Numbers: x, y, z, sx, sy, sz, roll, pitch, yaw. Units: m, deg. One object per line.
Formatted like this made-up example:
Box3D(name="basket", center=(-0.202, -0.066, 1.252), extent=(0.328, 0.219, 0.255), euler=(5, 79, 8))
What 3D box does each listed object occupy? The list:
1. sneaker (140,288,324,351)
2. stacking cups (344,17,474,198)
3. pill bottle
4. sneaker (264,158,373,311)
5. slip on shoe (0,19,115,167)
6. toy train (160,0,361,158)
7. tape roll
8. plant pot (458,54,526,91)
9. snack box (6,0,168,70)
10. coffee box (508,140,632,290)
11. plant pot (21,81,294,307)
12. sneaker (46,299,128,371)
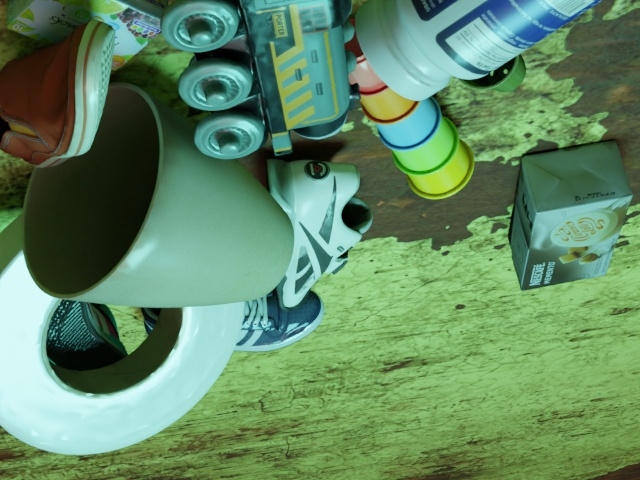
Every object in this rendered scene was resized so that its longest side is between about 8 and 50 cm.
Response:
Box3D(name="sneaker", center=(-0.137, 0.104, 1.954), extent=(0.282, 0.099, 0.153), euler=(-8, 154, 1))
Box3D(name="stacking cups", center=(0.103, -0.166, 1.563), extent=(0.096, 0.096, 0.316), euler=(-18, 147, 14))
Box3D(name="pill bottle", center=(0.172, -0.262, 1.327), extent=(0.265, 0.153, 0.153), euler=(-31, 146, 33))
Box3D(name="sneaker", center=(0.000, 0.000, 1.784), extent=(0.146, 0.122, 0.330), euler=(-6, 152, -5))
Box3D(name="slip on shoe", center=(-0.291, -0.151, 1.353), extent=(0.101, 0.123, 0.331), euler=(14, 166, -23))
Box3D(name="toy train", center=(-0.058, -0.209, 1.329), extent=(0.190, 0.142, 0.334), euler=(-9, 146, 1))
Box3D(name="tape roll", center=(-0.287, 0.106, 1.710), extent=(0.392, 0.072, 0.392), euler=(-16, 123, -26))
Box3D(name="plant pot", center=(0.209, -0.211, 1.527), extent=(0.083, 0.083, 0.079), euler=(-23, 163, 22))
Box3D(name="snack box", center=(-0.244, -0.238, 1.346), extent=(0.141, 0.037, 0.100), euler=(18, 143, -42))
Box3D(name="coffee box", center=(0.359, -0.032, 1.876), extent=(0.141, 0.098, 0.246), euler=(-9, 152, -3))
Box3D(name="plant pot", center=(-0.171, -0.022, 1.533), extent=(0.256, 0.256, 0.274), euler=(-31, 145, 33))
Box3D(name="sneaker", center=(-0.373, 0.108, 1.862), extent=(0.124, 0.178, 0.295), euler=(-35, 113, -13))
